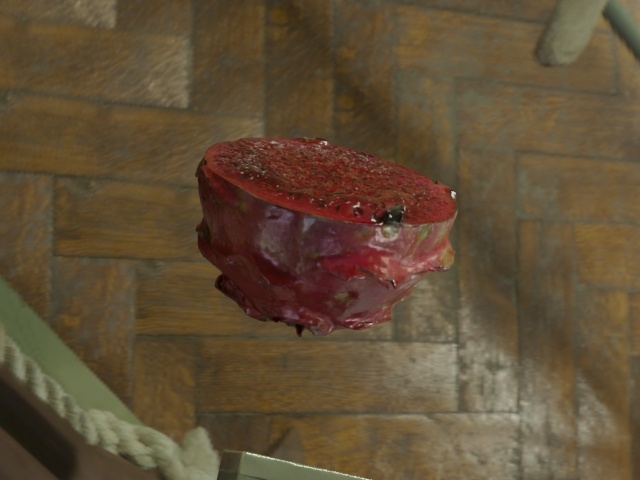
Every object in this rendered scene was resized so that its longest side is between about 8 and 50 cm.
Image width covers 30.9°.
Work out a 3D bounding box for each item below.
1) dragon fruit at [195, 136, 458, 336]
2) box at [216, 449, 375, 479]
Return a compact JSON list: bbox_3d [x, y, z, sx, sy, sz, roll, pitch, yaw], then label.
[{"bbox_3d":[0.000,0.000,1.631,0.386,0.371,0.249,4,112,-25],"label":"dragon fruit"},{"bbox_3d":[-0.004,0.269,1.219,0.201,0.141,0.058,15,78,-9],"label":"box"}]
